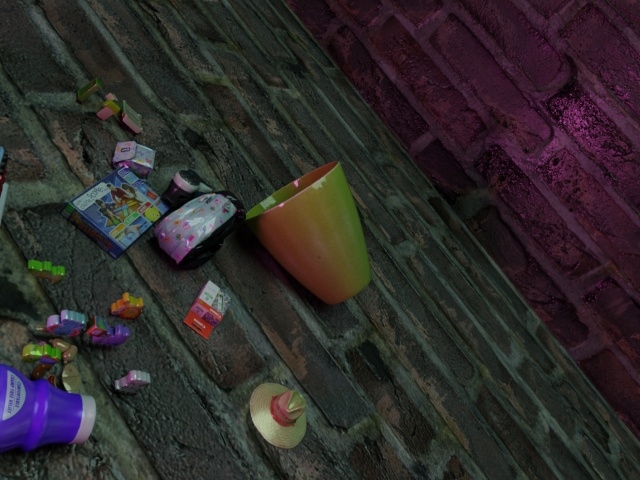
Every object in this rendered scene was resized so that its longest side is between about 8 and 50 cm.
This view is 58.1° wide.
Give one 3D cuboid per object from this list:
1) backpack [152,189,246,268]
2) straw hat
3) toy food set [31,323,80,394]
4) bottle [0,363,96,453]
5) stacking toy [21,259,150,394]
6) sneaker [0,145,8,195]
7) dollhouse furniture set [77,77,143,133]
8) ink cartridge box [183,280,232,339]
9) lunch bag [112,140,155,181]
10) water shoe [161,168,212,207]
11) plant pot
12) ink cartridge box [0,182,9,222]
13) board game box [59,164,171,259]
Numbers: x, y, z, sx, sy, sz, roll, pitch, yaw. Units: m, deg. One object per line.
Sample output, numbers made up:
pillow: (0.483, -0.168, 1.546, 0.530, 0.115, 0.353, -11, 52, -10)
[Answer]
backpack: (-0.259, -0.023, 1.211, 0.115, 0.152, 0.182, 43, 41, 3)
straw hat: (-0.062, 0.322, 1.114, 0.144, 0.061, 0.145, 34, 32, -25)
toy food set: (-0.403, 0.187, 0.866, 0.077, 0.019, 0.122, 17, 46, -43)
bottle: (-0.431, 0.211, 0.722, 0.282, 0.092, 0.118, 22, 37, -38)
stacking toy: (-0.366, 0.140, 0.906, 0.221, 0.052, 0.167, 34, 29, -47)
sneaker: (-0.523, -0.044, 0.799, 0.125, 0.104, 0.262, 12, 37, -25)
dollhouse furniture set: (-0.488, -0.303, 1.348, 0.152, 0.058, 0.076, 46, 14, -46)
ink cartridge box: (-0.224, 0.138, 1.155, 0.063, 0.029, 0.115, 40, 29, -14)
lunch bag: (-0.411, -0.179, 1.270, 0.083, 0.053, 0.071, 21, 36, -25)
water shoe: (-0.309, -0.115, 1.314, 0.073, 0.080, 0.203, 44, 4, 2)
plant pot: (0.000, 0.000, 1.422, 0.294, 0.274, 0.275, 59, 27, -12)
ink cartridge box: (-0.620, -0.013, 0.772, 0.330, 0.071, 0.324, 24, 37, -38)
board game box: (-0.402, -0.063, 1.155, 0.136, 0.035, 0.201, 43, 29, -9)
